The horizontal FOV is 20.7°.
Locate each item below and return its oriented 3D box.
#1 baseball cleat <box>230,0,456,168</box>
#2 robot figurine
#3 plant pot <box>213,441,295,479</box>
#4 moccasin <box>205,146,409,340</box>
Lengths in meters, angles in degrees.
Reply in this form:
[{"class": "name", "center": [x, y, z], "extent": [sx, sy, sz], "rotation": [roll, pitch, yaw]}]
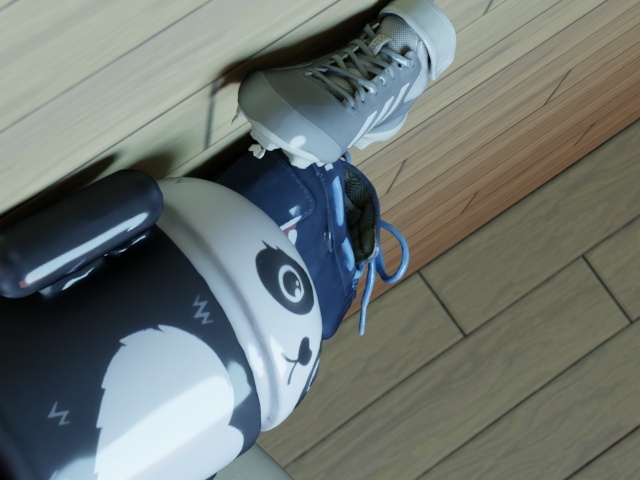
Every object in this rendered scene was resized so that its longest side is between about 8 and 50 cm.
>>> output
[{"class": "baseball cleat", "center": [0.018, -0.100, 1.012], "extent": [0.109, 0.072, 0.206], "rotation": [-52, 173, 17]}, {"class": "robot figurine", "center": [-0.128, 0.079, 1.005], "extent": [0.278, 0.173, 0.209], "rotation": [-32, 176, -24]}, {"class": "plant pot", "center": [-0.147, 0.194, 1.283], "extent": [0.256, 0.274, 0.256], "rotation": [-34, 174, -4]}, {"class": "moccasin", "center": [0.000, 0.000, 1.264], "extent": [0.117, 0.137, 0.342], "rotation": [-40, 174, 0]}]
